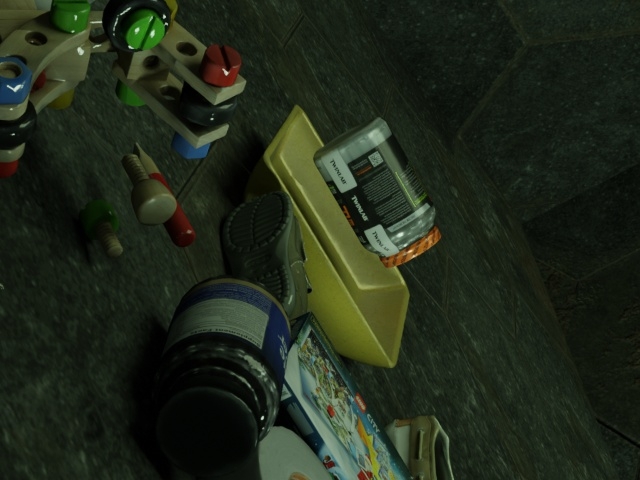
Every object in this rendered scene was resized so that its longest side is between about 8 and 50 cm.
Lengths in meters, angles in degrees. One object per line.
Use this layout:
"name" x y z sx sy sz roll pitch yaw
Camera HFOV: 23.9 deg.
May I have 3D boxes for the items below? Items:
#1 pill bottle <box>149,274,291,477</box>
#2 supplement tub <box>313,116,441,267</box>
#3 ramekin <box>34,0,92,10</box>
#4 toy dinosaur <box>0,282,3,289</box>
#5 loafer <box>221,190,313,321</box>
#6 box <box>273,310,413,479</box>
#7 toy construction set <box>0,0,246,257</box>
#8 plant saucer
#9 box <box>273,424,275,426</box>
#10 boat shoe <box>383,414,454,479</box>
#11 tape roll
"pill bottle" -0.095 0.128 1.437 0.122 0.123 0.219 57 15 -18
"supplement tub" 0.082 -0.065 2.102 0.190 0.117 0.117 60 14 -8
"ramekin" -0.300 -0.393 1.679 0.277 0.135 0.277 55 15 -23
"toy dinosaur" -0.305 -0.110 1.168 0.313 0.121 0.160 52 30 -18
"loafer" -0.062 0.036 1.824 0.251 0.094 0.087 -92 162 -51
"box" 0.015 0.210 1.647 0.233 0.044 0.159 59 20 -11
"toy construction set" -0.218 -0.157 1.430 0.237 0.257 0.308 57 -12 38
"plant saucer" 0.000 0.000 2.092 0.332 0.081 0.333 60 14 -11
"box" -0.073 0.160 1.629 0.207 0.036 0.114 58 15 -12
"boat shoe" 0.140 0.344 1.847 0.113 0.103 0.302 54 12 -55
"tape roll" -0.030 0.291 1.461 0.219 0.072 0.219 56 16 -25
